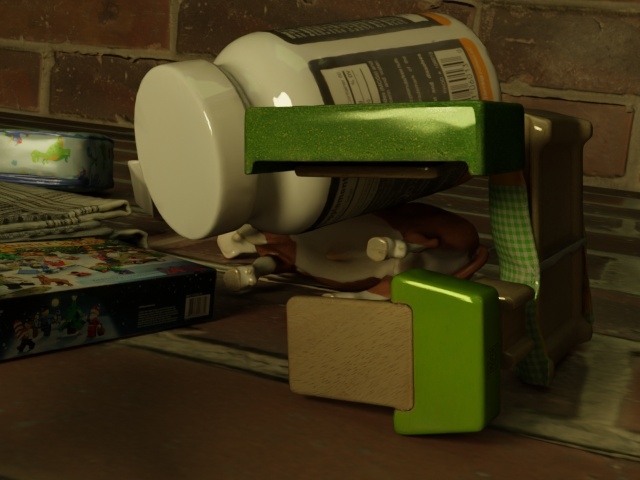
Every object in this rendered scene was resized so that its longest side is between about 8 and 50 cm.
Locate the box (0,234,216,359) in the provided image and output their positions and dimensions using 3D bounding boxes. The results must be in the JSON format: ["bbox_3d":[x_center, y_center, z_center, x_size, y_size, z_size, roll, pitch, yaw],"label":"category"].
[{"bbox_3d":[-0.218,0.037,0.642,0.159,0.044,0.233,14,13,38],"label":"box"}]

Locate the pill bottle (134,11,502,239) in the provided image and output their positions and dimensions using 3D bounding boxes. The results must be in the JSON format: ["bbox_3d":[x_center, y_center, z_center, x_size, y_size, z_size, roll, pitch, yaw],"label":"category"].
[{"bbox_3d":[0.003,-0.095,0.699,0.278,0.162,0.162,-16,21,-33],"label":"pill bottle"}]

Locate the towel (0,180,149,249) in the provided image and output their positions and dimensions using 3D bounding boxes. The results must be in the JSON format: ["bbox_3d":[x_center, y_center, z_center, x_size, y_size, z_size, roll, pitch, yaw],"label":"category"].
[{"bbox_3d":[-0.386,-0.026,0.876,0.324,0.056,0.312,14,13,36],"label":"towel"}]

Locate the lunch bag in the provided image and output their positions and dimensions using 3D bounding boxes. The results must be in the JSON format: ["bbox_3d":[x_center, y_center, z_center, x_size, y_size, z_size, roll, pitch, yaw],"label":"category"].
[{"bbox_3d":[-0.403,-0.118,1.242,0.176,0.090,0.219,5,5,-2],"label":"lunch bag"}]

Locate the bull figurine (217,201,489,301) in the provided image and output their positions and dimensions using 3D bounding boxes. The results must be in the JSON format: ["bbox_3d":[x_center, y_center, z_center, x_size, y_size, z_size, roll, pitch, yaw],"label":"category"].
[{"bbox_3d":[0.000,0.000,0.824,0.310,0.101,0.188,5,15,31],"label":"bull figurine"}]

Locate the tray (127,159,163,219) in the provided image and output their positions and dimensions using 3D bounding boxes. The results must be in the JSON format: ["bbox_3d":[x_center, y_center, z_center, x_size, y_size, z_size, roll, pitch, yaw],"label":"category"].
[{"bbox_3d":[-0.158,-0.052,1.040,0.145,0.030,0.270,5,-8,-9],"label":"tray"}]

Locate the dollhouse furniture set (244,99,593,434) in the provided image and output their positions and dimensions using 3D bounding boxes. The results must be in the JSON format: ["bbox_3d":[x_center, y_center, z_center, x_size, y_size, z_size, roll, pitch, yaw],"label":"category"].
[{"bbox_3d":[0.093,0.002,0.620,0.151,0.197,0.301,2,7,29],"label":"dollhouse furniture set"}]
